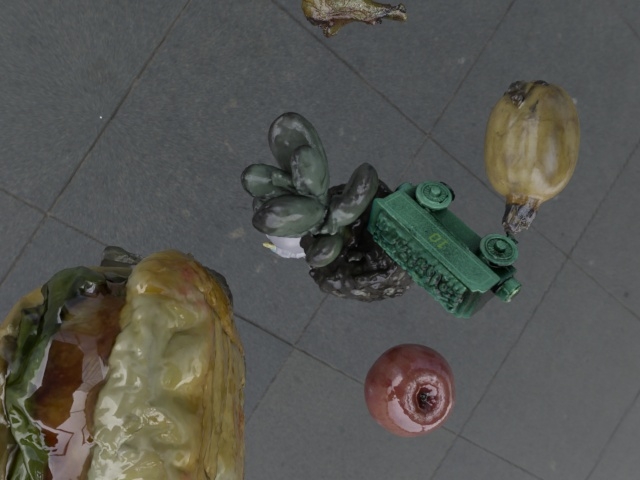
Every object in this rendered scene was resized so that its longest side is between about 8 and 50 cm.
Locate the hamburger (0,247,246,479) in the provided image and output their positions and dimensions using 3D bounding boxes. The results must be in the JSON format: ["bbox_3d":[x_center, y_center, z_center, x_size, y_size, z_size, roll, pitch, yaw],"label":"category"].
[{"bbox_3d":[-0.145,0.116,0.389,0.162,0.329,0.208,-3,127,5],"label":"hamburger"}]

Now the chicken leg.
[{"bbox_3d":[0.054,-0.373,0.883,0.178,0.093,0.070,7,62,13],"label":"chicken leg"}]

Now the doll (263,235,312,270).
[{"bbox_3d":[0.000,0.000,0.992,0.287,0.151,0.150,32,89,-52],"label":"doll"}]

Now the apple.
[{"bbox_3d":[0.149,0.245,0.879,0.154,0.120,0.153,-1,94,-15],"label":"apple"}]

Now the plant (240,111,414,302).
[{"bbox_3d":[0.020,-0.021,0.635,0.149,0.146,0.274,-23,144,23],"label":"plant"}]

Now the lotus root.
[{"bbox_3d":[0.422,-0.165,1.093,0.183,0.183,0.309,11,83,-24],"label":"lotus root"}]

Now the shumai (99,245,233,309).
[{"bbox_3d":[-0.228,0.079,0.733,0.184,0.218,0.185,-40,106,-5],"label":"shumai"}]

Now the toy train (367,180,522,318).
[{"bbox_3d":[0.126,0.007,0.562,0.099,0.172,0.070,-29,150,-26],"label":"toy train"}]
